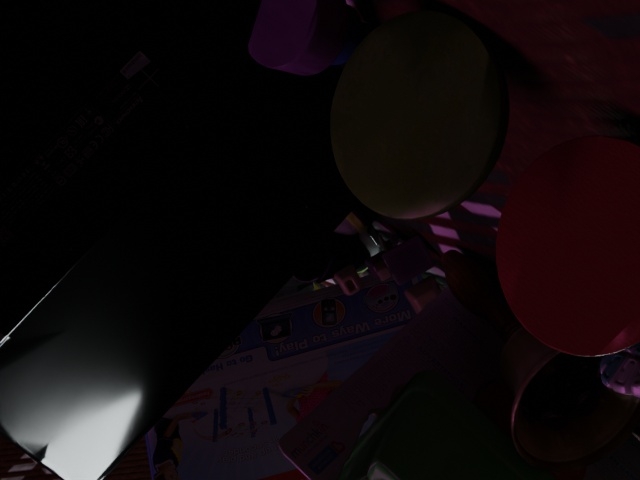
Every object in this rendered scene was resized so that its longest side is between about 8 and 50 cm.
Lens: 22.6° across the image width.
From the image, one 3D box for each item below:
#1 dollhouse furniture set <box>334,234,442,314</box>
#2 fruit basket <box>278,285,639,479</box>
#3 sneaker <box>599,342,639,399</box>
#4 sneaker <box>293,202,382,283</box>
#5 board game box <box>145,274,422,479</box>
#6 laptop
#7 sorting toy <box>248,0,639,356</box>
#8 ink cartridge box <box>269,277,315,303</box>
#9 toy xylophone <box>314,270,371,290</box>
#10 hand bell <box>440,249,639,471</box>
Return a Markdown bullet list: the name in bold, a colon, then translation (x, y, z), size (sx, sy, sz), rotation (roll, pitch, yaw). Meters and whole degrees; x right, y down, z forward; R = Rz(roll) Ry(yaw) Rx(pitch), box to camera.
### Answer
- **dollhouse furniture set**: translation (0.077, 0.051, 1.563), size (0.114, 0.091, 0.081), rotation (59, -176, -17)
- **fruit basket**: translation (0.160, 0.211, 1.381), size (0.327, 0.165, 0.353), rotation (42, -151, 8)
- **sneaker**: translation (0.274, 0.111, 1.125), size (0.076, 0.065, 0.166), rotation (29, -176, -35)
- **sneaker**: translation (0.000, 0.000, 1.625), size (0.084, 0.097, 0.235), rotation (41, 171, 14)
- **board game box**: translation (-0.012, 0.204, 1.578), size (0.086, 0.308, 0.302), rotation (68, -172, -57)
- **laptop**: translation (-0.189, -0.065, 1.223), size (0.408, 0.382, 0.236), rotation (44, 170, -7)
- **sorting toy**: translation (0.107, -0.058, 0.992), size (0.126, 0.127, 0.365), rotation (7, -154, -50)
- **ink cartridge box**: translation (-0.083, 0.052, 1.766), size (0.087, 0.153, 0.208), rotation (77, -177, -74)
- **toy xylophone**: translation (0.009, 0.057, 1.907), size (0.322, 0.081, 0.236), rotation (33, 166, 45)
- **hand bell**: translation (0.159, 0.073, 1.341), size (0.126, 0.126, 0.242), rotation (50, 180, -37)
